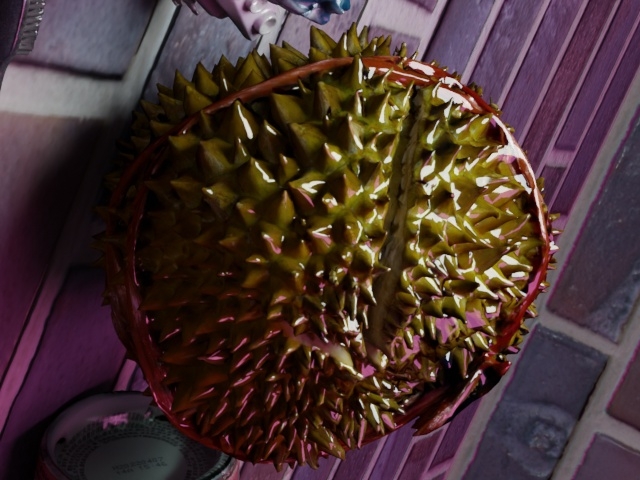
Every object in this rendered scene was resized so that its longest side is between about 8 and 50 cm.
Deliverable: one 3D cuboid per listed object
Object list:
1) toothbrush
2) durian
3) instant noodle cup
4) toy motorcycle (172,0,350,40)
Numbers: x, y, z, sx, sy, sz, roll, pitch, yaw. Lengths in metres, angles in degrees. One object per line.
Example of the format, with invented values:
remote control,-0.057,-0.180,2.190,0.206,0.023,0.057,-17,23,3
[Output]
toothbrush,-0.227,-0.019,0.917,0.031,0.023,0.321,-17,131,-59
durian,0.005,-0.002,1.033,0.347,0.347,0.384,-62,173,-2
instant noodle cup,-0.162,0.274,1.198,0.244,0.244,0.255,-33,136,-53
toy motorcycle,-0.052,-0.184,0.879,0.108,0.204,0.239,-47,156,6
